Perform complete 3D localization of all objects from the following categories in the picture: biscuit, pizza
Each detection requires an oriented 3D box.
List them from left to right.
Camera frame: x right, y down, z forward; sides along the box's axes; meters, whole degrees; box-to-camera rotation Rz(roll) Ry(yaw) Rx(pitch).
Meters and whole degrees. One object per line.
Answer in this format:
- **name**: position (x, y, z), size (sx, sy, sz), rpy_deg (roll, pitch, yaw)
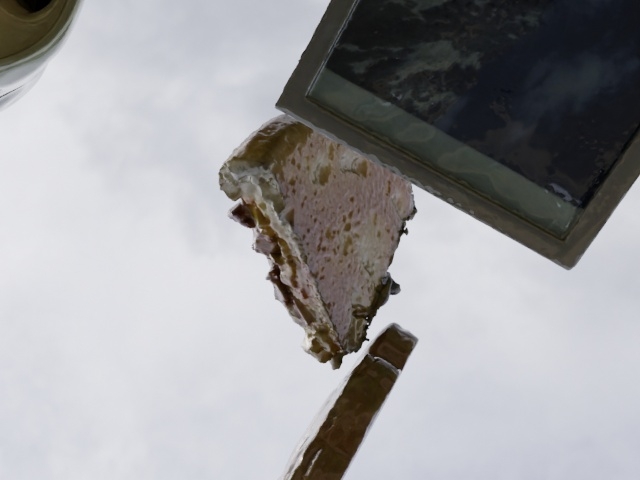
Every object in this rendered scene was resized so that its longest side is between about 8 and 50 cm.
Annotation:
- **biscuit**: position (-0.013, 0.222, 0.941), size (0.051, 0.269, 0.376), rpy_deg (27, -134, 8)
- **pizza**: position (0.000, 0.000, 0.944), size (0.081, 0.228, 0.289), rpy_deg (-2, -179, 28)

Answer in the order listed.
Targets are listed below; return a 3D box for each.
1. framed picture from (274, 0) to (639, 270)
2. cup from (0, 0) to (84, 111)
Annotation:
- **framed picture**: position (0.123, -0.140, 0.583), size (0.209, 0.281, 0.019), rpy_deg (27, -155, -1)
- **cup**: position (-0.303, -0.194, 0.760), size (0.255, 0.202, 0.173), rpy_deg (24, -102, -20)
